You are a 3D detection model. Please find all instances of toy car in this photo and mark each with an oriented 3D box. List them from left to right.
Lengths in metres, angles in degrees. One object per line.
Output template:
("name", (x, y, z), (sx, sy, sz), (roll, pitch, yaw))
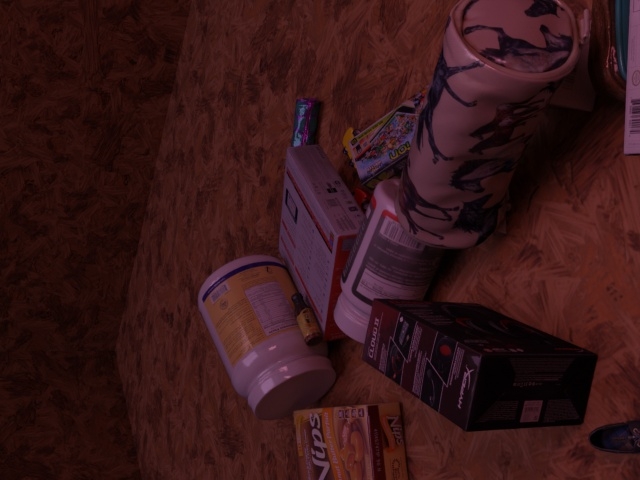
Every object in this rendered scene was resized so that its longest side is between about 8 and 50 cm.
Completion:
("toy car", (0.123, -0.144, 1.426), (0.225, 0.053, 0.239), (-22, 68, 59))

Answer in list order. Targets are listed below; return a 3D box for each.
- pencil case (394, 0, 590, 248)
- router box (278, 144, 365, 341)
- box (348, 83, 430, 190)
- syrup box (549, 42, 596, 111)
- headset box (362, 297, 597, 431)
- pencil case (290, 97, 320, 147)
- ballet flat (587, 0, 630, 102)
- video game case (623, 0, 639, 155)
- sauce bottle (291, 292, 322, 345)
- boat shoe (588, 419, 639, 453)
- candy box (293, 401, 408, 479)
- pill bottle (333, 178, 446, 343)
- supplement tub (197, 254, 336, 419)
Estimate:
("pencil case", (0.227, -0.154, 0.970), (0.410, 0.184, 0.160), (98, 170, -56))
("router box", (0.000, 0.000, 1.530), (0.335, 0.082, 0.301), (-118, 27, -45))
("box", (0.155, -0.196, 1.305), (0.207, 0.036, 0.114), (-33, 54, 26))
("syrup box", (0.306, -0.257, 1.054), (0.237, 0.096, 0.093), (27, 110, 59))
("headset box", (0.217, 0.171, 1.032), (0.293, 0.218, 0.110), (24, 106, 61))
("pencil case", (-0.038, -0.282, 1.734), (0.070, 0.064, 0.151), (-147, 63, -76))
("ballet flat", (0.399, -0.346, 0.902), (0.124, 0.116, 0.342), (177, 94, -83))
("video game case", (0.416, -0.206, 0.720), (0.210, 0.042, 0.232), (-167, 75, -66))
("sauce bottle", (-0.034, 0.170, 1.505), (0.042, 0.042, 0.128), (-61, 42, 39))
("boat shoe", (0.402, 0.248, 0.862), (0.142, 0.040, 0.049), (-35, 56, 56))
("candy box", (0.054, 0.438, 1.436), (0.316, 0.088, 0.182), (-27, 64, 57))
("pill bottle", (0.132, 0.044, 1.268), (0.161, 0.161, 0.283), (57, 135, 49))
("supplement tub", (-0.126, 0.224, 1.615), (0.331, 0.241, 0.241), (59, 137, 32))
